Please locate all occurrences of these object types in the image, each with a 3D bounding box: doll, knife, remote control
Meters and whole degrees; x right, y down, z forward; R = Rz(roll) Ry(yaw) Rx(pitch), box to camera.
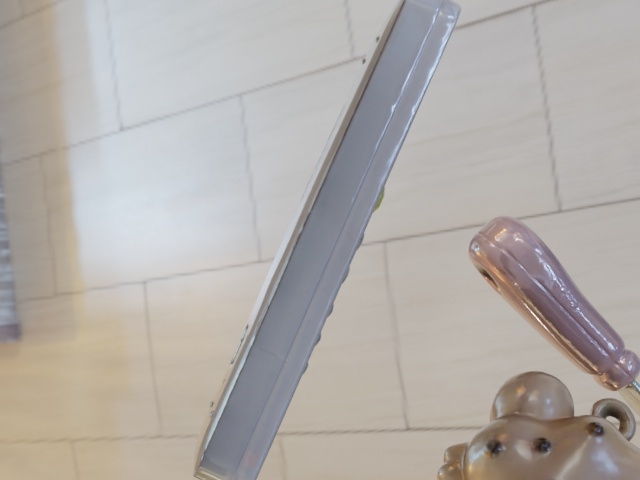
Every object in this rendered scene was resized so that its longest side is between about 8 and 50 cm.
[{"bbox_3d":[0.094,0.199,0.660,0.278,0.119,0.154,-41,65,-15],"label":"doll"},{"bbox_3d":[0.220,0.116,0.805,0.043,0.081,0.336,-42,94,-3],"label":"knife"},{"bbox_3d":[0.000,0.000,0.571,0.034,0.103,0.250,24,84,-4],"label":"remote control"}]
